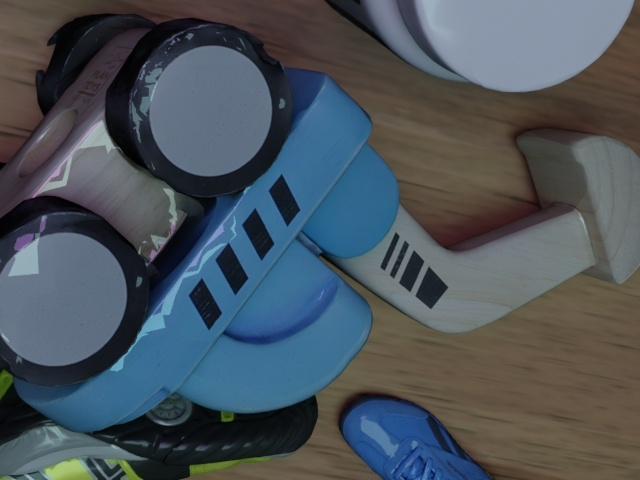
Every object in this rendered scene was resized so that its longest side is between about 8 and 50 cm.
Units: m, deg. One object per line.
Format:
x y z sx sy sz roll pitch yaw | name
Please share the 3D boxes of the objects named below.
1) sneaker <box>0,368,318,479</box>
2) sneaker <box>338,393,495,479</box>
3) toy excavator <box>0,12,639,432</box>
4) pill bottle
-0.194 0.143 0.955 0.385 0.145 0.147 0 141 -16 | sneaker
0.104 0.212 1.060 0.069 0.082 0.209 -45 112 8 | sneaker
0.000 0.000 0.889 0.445 0.222 0.433 43 79 -29 | toy excavator
0.087 -0.194 0.794 0.161 0.283 0.161 -5 111 -12 | pill bottle
